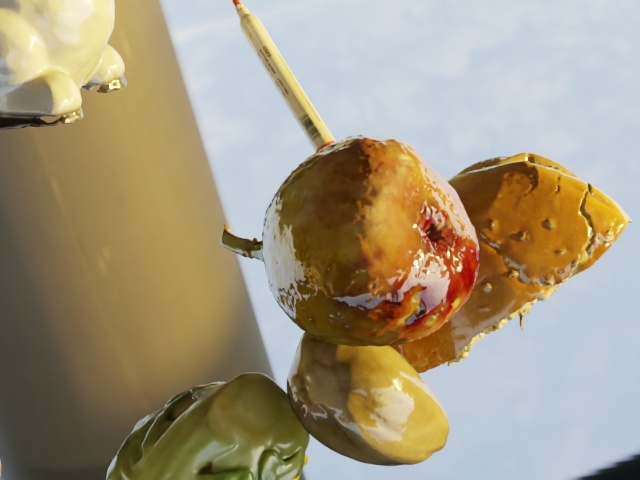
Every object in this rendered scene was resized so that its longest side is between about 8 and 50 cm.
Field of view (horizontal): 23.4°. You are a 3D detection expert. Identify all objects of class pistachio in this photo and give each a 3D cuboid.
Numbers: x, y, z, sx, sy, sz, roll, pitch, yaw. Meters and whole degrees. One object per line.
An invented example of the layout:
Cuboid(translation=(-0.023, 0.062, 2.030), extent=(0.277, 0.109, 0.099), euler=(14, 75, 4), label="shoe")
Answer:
Cuboid(translation=(0.046, 0.148, 1.422), extent=(0.108, 0.185, 0.126), euler=(-40, -151, 20), label="pistachio")

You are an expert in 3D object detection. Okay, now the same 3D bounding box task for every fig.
Cuboid(translation=(0.000, 0.000, 1.188), extent=(0.159, 0.159, 0.257), euler=(-38, -155, -31), label="fig")

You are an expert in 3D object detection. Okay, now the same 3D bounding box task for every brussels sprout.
Cuboid(translation=(-0.102, 0.222, 1.520), extent=(0.223, 0.161, 0.223), euler=(-30, 176, -2), label="brussels sprout")

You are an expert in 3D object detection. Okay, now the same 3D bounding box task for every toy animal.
Cuboid(translation=(-0.304, -0.299, 1.528), extent=(0.257, 0.357, 0.194), euler=(-2, -159, 6), label="toy animal")

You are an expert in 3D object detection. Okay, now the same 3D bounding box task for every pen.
Cuboid(translation=(-0.041, -0.175, 1.664), extent=(0.026, 0.026, 0.218), euler=(-26, -107, -17), label="pen")

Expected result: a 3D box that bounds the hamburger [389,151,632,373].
Cuboid(translation=(0.151, 0.014, 1.512), extent=(0.283, 0.157, 0.144), euler=(-36, -165, 3), label="hamburger")
